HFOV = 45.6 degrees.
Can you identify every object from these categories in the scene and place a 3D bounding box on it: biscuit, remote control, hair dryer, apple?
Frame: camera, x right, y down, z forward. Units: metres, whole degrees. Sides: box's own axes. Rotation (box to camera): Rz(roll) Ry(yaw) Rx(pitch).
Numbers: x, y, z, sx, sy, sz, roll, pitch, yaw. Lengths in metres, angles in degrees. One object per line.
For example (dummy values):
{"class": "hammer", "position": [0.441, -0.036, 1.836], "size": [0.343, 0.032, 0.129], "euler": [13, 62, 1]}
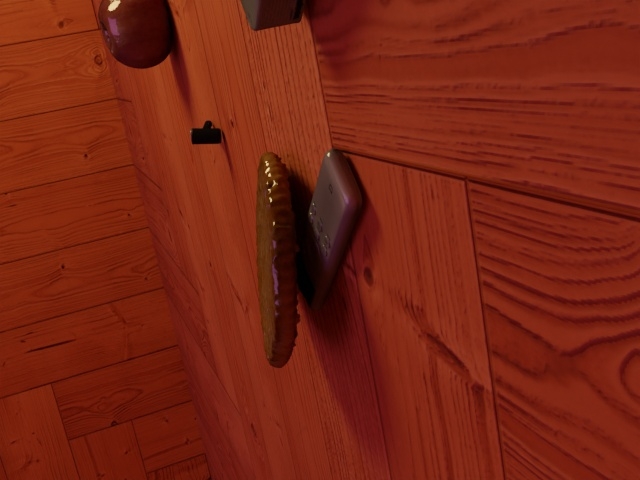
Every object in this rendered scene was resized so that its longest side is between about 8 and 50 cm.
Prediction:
{"class": "biscuit", "position": [-0.052, 0.024, 0.897], "size": [0.254, 0.035, 0.254], "euler": [178, 90, -81]}
{"class": "remote control", "position": [0.000, 0.000, 0.801], "size": [0.261, 0.029, 0.067], "euler": [108, 144, -62]}
{"class": "hair dryer", "position": [-0.181, -0.175, 1.224], "size": [0.083, 0.047, 0.026], "euler": [-96, 7, -67]}
{"class": "apple", "position": [-0.335, -0.388, 1.379], "size": [0.153, 0.120, 0.153], "euler": [164, 90, -72]}

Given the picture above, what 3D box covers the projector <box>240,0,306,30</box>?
{"class": "projector", "position": [-0.067, -0.349, 0.625], "size": [0.257, 0.079, 0.259], "euler": [115, 138, -67]}
